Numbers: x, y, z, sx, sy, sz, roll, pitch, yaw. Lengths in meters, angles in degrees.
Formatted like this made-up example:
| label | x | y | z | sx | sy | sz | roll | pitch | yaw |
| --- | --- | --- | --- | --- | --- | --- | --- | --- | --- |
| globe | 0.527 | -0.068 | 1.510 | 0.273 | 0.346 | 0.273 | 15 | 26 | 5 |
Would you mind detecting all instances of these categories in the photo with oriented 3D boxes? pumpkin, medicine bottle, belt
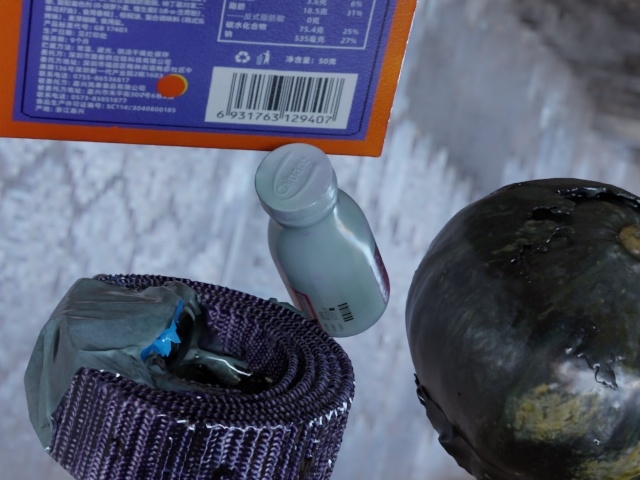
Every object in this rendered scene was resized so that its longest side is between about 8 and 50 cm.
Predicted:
| label | x | y | z | sx | sy | sz | roll | pitch | yaw |
| --- | --- | --- | --- | --- | --- | --- | --- | --- | --- |
| pumpkin | 0.325 | 0.123 | 2.390 | 0.454 | 0.454 | 0.344 | -60 | 176 | -48 |
| medicine bottle | 0.000 | 0.000 | 1.708 | 0.217 | 0.090 | 0.090 | 68 | 38 | -58 |
| belt | -0.106 | 0.124 | 1.604 | 0.325 | 0.260 | 0.122 | -67 | 173 | -72 |

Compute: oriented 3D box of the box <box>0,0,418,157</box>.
| label | x | y | z | sx | sy | sz | roll | pitch | yaw |
| --- | --- | --- | --- | --- | --- | --- | --- | --- | --- |
| box | -0.111 | -0.269 | 1.680 | 0.318 | 0.348 | 0.257 | -99 | -164 | -47 |
